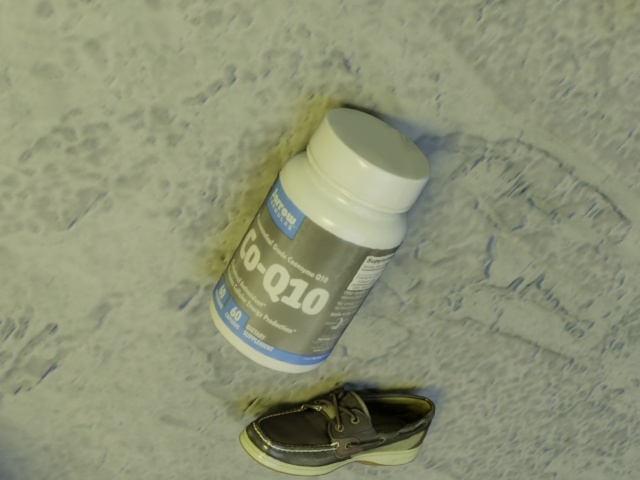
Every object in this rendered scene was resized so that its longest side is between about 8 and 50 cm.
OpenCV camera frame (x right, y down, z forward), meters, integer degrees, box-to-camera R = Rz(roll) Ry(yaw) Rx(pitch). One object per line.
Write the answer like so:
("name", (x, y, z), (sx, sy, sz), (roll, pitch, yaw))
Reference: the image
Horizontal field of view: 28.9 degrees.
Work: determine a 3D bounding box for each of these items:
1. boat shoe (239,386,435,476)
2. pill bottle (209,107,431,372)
("boat shoe", (0.014, 0.122, 0.834), (0.152, 0.056, 0.049), (2, 124, -43))
("pill bottle", (0.000, 0.000, 0.687), (0.078, 0.078, 0.137), (10, 124, -35))
